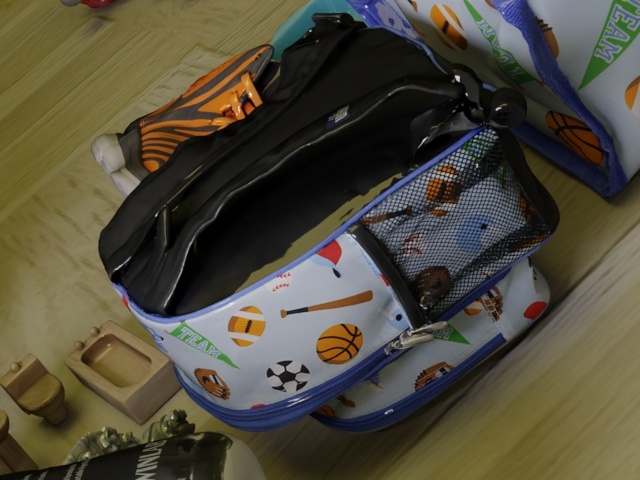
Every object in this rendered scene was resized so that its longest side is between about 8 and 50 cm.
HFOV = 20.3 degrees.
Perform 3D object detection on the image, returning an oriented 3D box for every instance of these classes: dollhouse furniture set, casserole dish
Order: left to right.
[{"bbox_3d":[-0.202,0.100,1.314,0.151,0.123,0.144,-43,30,-15],"label":"dollhouse furniture set"},{"bbox_3d":[0.032,-0.181,1.582,0.188,0.037,0.114,9,51,50],"label":"casserole dish"}]

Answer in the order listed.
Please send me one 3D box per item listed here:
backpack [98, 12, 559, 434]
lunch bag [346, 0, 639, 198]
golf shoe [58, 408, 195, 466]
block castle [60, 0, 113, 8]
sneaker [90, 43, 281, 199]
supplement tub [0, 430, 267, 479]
[{"bbox_3d":[0.000,0.000,1.171,0.263,0.213,0.276,-30,22,-8],"label":"backpack"},{"bbox_3d":[0.194,-0.251,1.321,0.328,0.239,0.385,-40,37,-8],"label":"lunch bag"},{"bbox_3d":[-0.132,0.164,1.160,0.086,0.069,0.176,-39,-13,16],"label":"golf shoe"},{"bbox_3d":[-0.154,-0.434,1.878,0.453,0.303,0.213,-15,35,33],"label":"block castle"},{"bbox_3d":[-0.072,-0.071,1.435,0.180,0.124,0.321,-38,29,-4],"label":"sneaker"},{"bbox_3d":[-0.179,0.226,0.883,0.338,0.207,0.207,-13,32,6],"label":"supplement tub"}]
